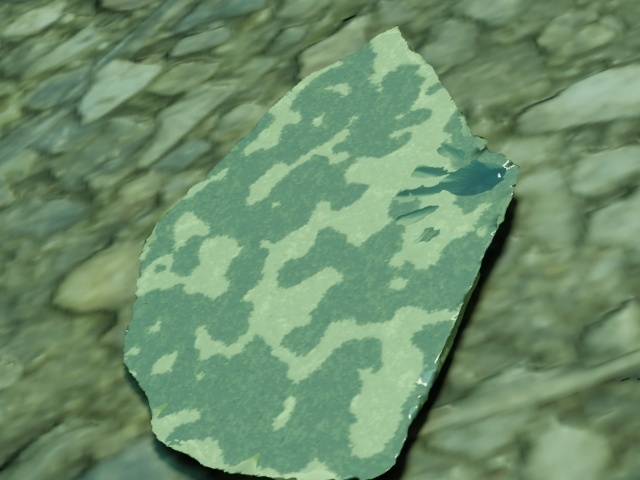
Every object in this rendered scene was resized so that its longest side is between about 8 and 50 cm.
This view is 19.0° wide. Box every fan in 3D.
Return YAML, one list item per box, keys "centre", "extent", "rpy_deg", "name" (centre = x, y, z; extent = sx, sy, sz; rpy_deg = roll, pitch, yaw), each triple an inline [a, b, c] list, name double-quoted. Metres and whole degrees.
- centre: [0.000, 0.000, 0.581]
  extent: [0.131, 0.009, 0.240]
  rpy_deg: [-17, 32, 15]
  name: "fan"
